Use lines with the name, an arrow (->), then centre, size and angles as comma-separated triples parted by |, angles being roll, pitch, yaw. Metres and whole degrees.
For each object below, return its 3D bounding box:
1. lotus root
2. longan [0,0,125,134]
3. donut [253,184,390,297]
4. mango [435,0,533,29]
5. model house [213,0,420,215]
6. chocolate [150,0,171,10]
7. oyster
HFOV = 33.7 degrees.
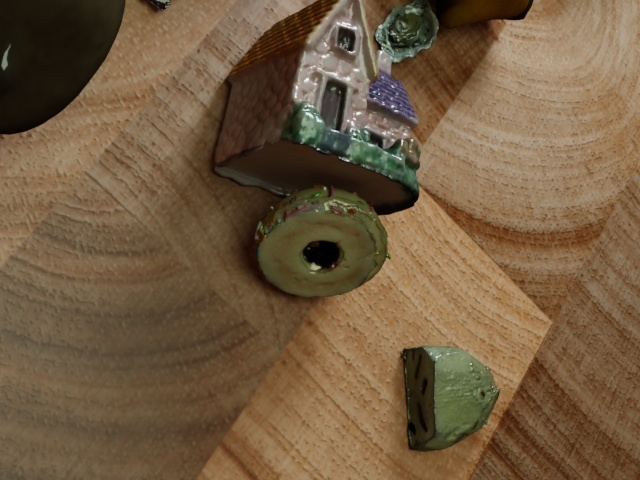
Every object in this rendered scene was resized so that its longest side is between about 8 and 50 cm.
lotus root -> 0.185, 0.205, 1.430 | 0.144, 0.070, 0.143 | -7, 83, -33
longan -> -0.348, -0.257, 1.090 | 0.297, 0.297, 0.297 | 7, 76, -30
donut -> 0.000, 0.000, 1.317 | 0.175, 0.174, 0.068 | 25, 36, -25
mango -> 0.228, -0.458, 1.553 | 0.201, 0.153, 0.287 | -39, 117, -69
model house -> 0.022, -0.177, 1.335 | 0.237, 0.202, 0.237 | 18, 71, -27
chocolate -> -0.246, -0.369, 1.319 | 0.182, 0.028, 0.086 | 36, 70, -19
oyster -> 0.123, -0.303, 1.533 | 0.100, 0.037, 0.098 | -18, 70, -13
